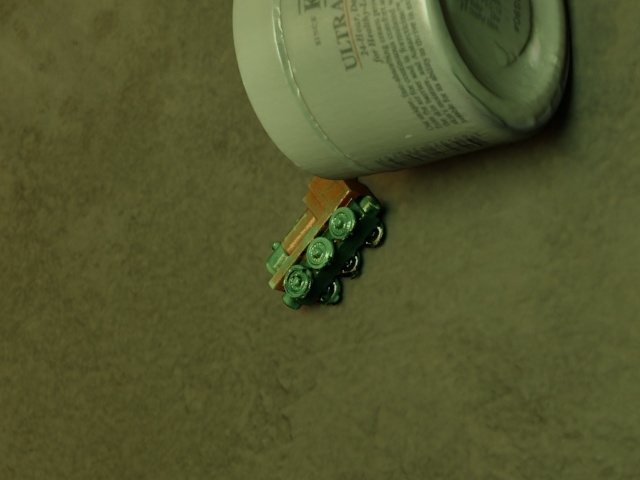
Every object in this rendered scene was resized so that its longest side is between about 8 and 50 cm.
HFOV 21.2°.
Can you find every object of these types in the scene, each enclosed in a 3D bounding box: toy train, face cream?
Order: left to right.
[{"bbox_3d":[0.000,0.000,1.214,0.103,0.044,0.064,-53,53,19],"label":"toy train"},{"bbox_3d":[0.056,-0.137,1.097,0.153,0.177,0.177,-13,77,37],"label":"face cream"}]
